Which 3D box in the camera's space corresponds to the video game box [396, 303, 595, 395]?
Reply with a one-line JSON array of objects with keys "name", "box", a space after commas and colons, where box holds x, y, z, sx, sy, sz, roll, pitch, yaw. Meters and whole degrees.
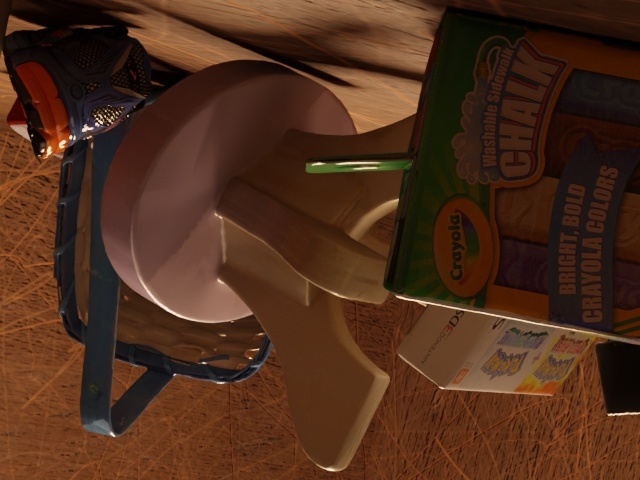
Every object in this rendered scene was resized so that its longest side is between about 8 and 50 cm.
[{"name": "video game box", "box": [0.155, 0.015, 1.154, 0.048, 0.187, 0.205, 41, -166, 25]}]

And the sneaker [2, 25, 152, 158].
[{"name": "sneaker", "box": [-0.150, -0.099, 1.127, 0.087, 0.083, 0.221, -17, -164, -7]}]

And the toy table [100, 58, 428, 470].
[{"name": "toy table", "box": [0.000, 0.000, 1.128, 0.161, 0.252, 0.274, 28, -162, 24]}]

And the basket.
[{"name": "basket", "box": [-0.116, -0.009, 1.389, 0.201, 0.255, 0.289, 12, -161, 17]}]

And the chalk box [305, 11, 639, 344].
[{"name": "chalk box", "box": [0.100, -0.028, 0.838, 0.213, 0.132, 0.132, 12, 180, 0]}]

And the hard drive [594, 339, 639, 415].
[{"name": "hard drive", "box": [0.396, 0.063, 1.253, 0.339, 0.064, 0.237, -7, 177, -33]}]

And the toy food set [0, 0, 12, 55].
[{"name": "toy food set", "box": [-0.248, -0.106, 0.983, 0.111, 0.104, 0.232, 11, 179, 10]}]

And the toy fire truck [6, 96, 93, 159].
[{"name": "toy fire truck", "box": [-0.147, -0.063, 1.659, 0.254, 0.169, 0.302, 32, 169, -26]}]
